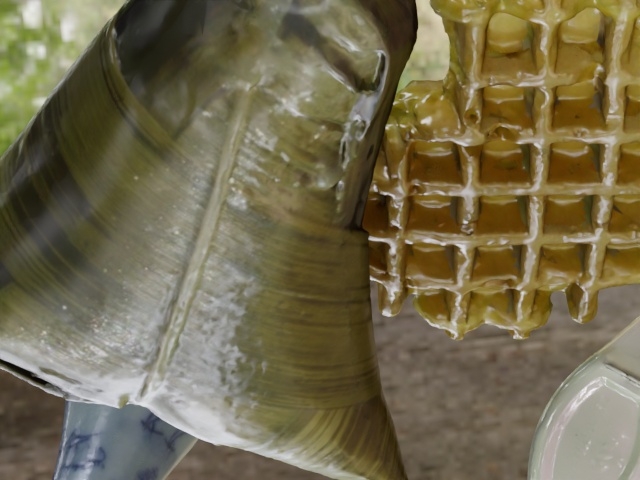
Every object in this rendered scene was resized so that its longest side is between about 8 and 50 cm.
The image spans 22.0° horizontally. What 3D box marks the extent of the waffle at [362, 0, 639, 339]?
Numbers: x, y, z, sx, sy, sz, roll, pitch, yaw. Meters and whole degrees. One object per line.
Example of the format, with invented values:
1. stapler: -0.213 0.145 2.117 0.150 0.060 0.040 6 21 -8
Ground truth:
1. waffle: 0.103 -0.041 0.880 0.249 0.253 0.056 46 -148 -36

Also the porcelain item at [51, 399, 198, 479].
1. porcelain item: -0.180 0.177 1.511 0.141 0.141 0.259 96 -170 -47

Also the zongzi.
1. zongzi: 0.000 0.000 0.786 0.286 0.288 0.134 -44 23 32

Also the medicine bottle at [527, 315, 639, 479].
1. medicine bottle: 0.208 0.103 1.062 0.219 0.078 0.115 -23 -43 -62
